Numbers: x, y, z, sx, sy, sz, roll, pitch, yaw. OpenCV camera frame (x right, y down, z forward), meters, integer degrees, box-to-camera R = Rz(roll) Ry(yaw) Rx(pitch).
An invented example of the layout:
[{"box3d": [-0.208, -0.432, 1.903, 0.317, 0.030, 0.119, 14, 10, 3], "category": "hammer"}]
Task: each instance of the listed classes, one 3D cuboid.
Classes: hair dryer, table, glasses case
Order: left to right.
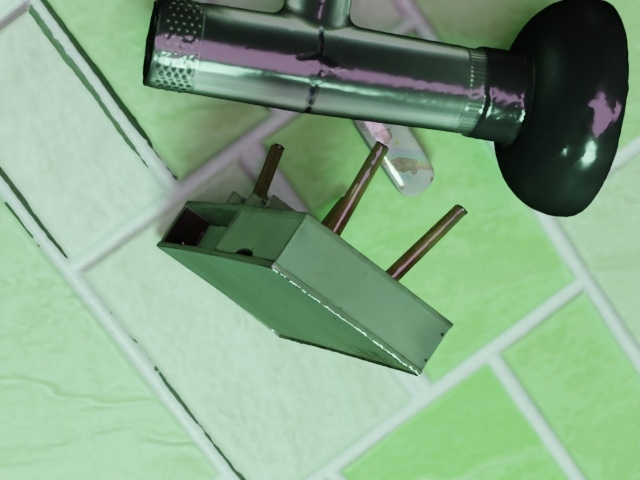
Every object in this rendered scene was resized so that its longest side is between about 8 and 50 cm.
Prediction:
[{"box3d": [0.000, 0.000, 1.117, 0.122, 0.240, 0.111, 37, 79, -20], "category": "table"}, {"box3d": [0.053, -0.070, 1.218, 0.032, 0.021, 0.083, -35, 108, -6], "category": "glasses case"}, {"box3d": [0.069, -0.191, 1.121, 0.320, 0.155, 0.284, 17, 103, -14], "category": "hair dryer"}]
